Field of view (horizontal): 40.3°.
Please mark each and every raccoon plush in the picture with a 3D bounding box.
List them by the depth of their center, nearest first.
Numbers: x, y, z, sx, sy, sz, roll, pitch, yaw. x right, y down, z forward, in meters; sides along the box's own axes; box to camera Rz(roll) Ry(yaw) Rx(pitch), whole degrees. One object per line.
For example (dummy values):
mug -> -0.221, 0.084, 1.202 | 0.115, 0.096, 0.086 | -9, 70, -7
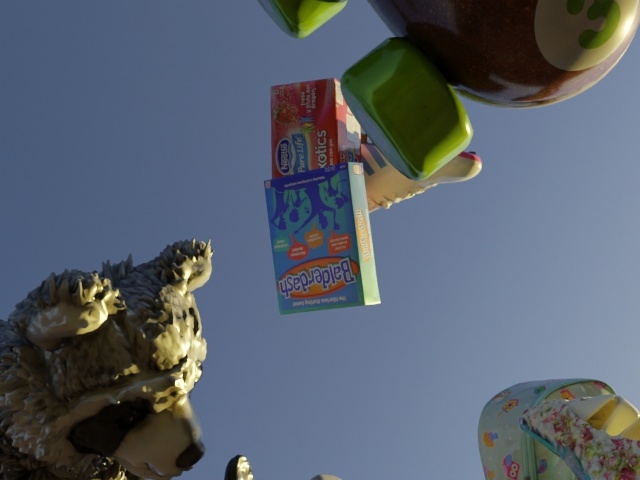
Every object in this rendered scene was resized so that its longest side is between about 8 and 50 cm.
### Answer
raccoon plush -> -0.288, 0.084, 0.681 | 0.446, 0.216, 0.299 | 21, -64, 6

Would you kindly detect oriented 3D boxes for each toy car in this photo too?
toy car -> 0.049, -0.131, 0.272 | 0.155, 0.149, 0.188 | -38, -14, -1

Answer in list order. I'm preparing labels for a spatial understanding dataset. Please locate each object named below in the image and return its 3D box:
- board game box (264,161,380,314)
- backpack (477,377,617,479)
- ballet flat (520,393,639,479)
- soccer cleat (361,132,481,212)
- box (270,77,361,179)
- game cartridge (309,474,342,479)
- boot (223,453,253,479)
board game box -> 0.000, 0.000, 1.309 | 0.047, 0.160, 0.210 | -2, -97, -55
backpack -> 0.249, 0.231, 0.874 | 0.165, 0.144, 0.189 | -8, -102, -33
ballet flat -> 0.226, 0.161, 0.663 | 0.091, 0.241, 0.077 | 37, -89, -9
soccer cleat -> 0.138, -0.110, 1.552 | 0.116, 0.331, 0.143 | 14, -93, -46
box -> -0.005, -0.133, 1.486 | 0.128, 0.122, 0.257 | 9, -102, -67
game cartridge -> -0.068, 0.414, 0.801 | 0.355, 0.230, 0.068 | -42, -34, 14
boot -> -0.142, 0.352, 1.213 | 0.045, 0.099, 0.121 | -39, -56, -60
